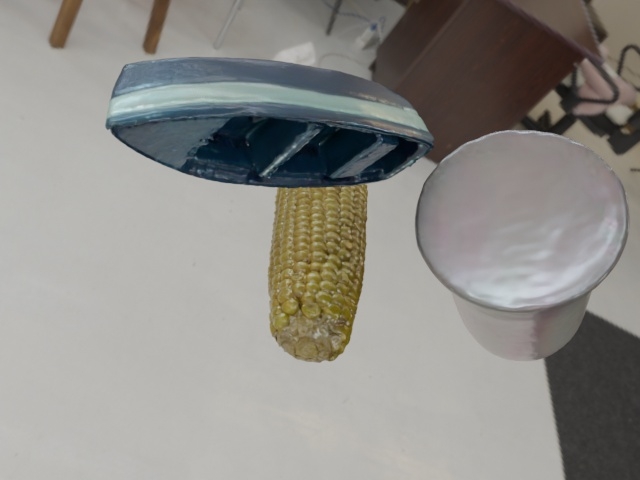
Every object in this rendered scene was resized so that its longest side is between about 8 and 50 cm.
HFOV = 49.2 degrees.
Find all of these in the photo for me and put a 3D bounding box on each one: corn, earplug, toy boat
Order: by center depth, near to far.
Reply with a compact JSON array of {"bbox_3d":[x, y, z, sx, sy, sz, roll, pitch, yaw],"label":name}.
[{"bbox_3d":[-0.031,-0.090,0.540,0.299,0.096,0.062,-1,67,-45],"label":"toy boat"},{"bbox_3d":[0.204,0.043,0.706,0.301,0.172,0.172,58,12,-59],"label":"earplug"},{"bbox_3d":[0.000,0.000,0.816,0.119,0.119,0.322,24,39,-20],"label":"corn"}]
